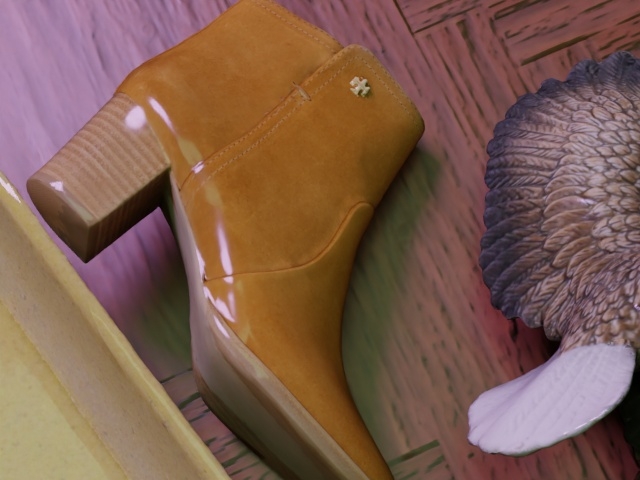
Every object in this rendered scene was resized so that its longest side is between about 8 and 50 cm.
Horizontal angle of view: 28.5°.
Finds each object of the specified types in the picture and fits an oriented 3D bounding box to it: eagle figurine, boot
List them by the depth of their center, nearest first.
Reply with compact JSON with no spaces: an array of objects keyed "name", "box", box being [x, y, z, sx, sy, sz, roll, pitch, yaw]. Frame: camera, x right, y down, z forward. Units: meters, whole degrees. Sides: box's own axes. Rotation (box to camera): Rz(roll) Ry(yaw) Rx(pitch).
[{"name":"eagle figurine","box":[0.196,0.000,0.676,0.226,0.225,0.298,-2,81,13]},{"name":"boot","box":[-0.001,0.000,0.729,0.295,0.104,0.211,47,64,3]}]

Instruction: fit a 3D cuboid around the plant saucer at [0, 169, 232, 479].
[{"name":"plant saucer","box":[-0.222,0.177,0.684,0.333,0.081,0.333,-37,73,-9]}]
